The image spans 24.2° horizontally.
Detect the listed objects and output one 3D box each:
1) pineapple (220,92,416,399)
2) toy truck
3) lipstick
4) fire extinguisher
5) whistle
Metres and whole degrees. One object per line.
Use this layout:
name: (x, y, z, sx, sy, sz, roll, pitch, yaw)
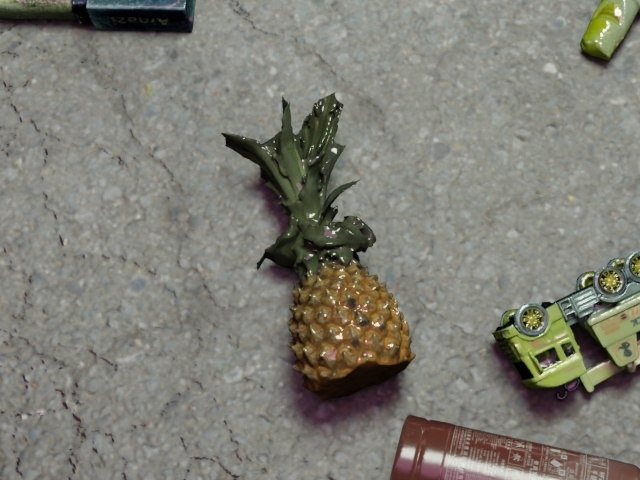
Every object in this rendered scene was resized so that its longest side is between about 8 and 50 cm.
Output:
pineapple: (0.000, 0.000, 1.372, 0.119, 0.130, 0.277, -14, 69, -14)
toy truck: (0.250, 0.081, 1.357, 0.169, 0.077, 0.100, -25, 85, -8)
lipstick: (-0.285, -0.245, 1.511, 0.312, 0.051, 0.051, 2, 73, 5)
fire extinguisher: (0.195, 0.230, 1.295, 0.269, 0.105, 0.105, 12, 73, 8)
whistle: (0.318, -0.265, 1.482, 0.104, 0.057, 0.198, 25, 81, 22)
